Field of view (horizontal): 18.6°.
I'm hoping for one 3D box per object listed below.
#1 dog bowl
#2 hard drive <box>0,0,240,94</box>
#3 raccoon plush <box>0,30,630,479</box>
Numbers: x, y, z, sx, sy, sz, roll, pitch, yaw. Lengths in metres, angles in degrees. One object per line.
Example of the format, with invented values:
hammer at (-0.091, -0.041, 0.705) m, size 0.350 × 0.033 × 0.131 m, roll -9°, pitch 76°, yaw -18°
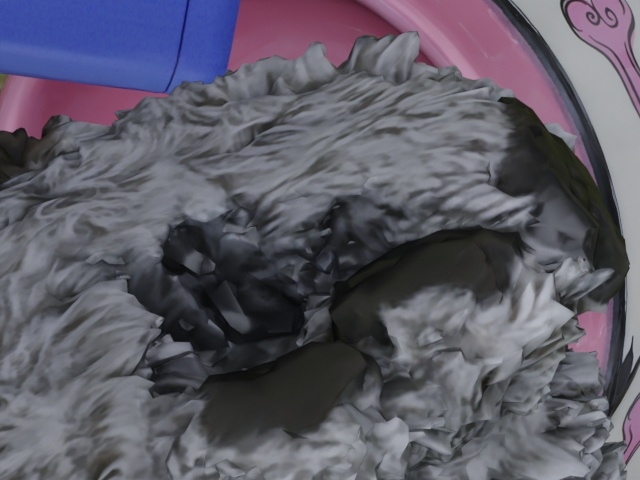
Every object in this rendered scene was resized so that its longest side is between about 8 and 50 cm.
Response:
dog bowl at (0.000, 0.000, 1.003) m, size 0.150 × 0.408 × 0.408 m, roll -24°, pitch 93°, yaw -55°
hard drive at (-0.151, -0.174, 0.754) m, size 0.318 × 0.040 × 0.210 m, roll 4°, pitch 100°, yaw -44°
raccoon plush at (-0.012, 0.093, 0.648) m, size 0.216 × 0.446 × 0.299 m, roll -35°, pitch 124°, yaw -13°
